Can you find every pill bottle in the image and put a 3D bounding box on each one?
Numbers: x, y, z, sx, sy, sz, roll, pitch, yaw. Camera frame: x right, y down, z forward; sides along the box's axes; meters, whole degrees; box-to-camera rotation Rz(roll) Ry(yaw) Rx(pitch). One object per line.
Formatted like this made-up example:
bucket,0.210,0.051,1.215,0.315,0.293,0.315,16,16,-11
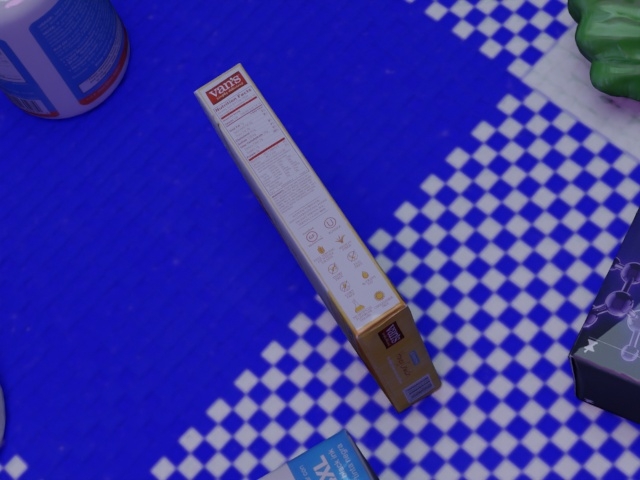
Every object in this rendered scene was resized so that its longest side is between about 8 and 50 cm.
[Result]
pill bottle,-0.249,-0.204,1.241,0.124,0.221,0.124,-5,65,10

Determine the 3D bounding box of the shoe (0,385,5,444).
shoe,-0.315,0.104,1.210,0.081,0.063,0.178,-26,80,40

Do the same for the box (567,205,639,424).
box,0.332,0.069,1.049,0.261,0.103,0.184,22,75,21

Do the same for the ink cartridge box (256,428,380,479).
ink cartridge box,-0.039,0.232,1.032,0.203,0.148,0.086,-29,64,-1

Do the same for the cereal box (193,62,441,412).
cereal box,0.000,0.000,1.117,0.047,0.173,0.240,-33,62,-2

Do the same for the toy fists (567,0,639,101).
toy fists,0.273,-0.244,1.189,0.142,0.096,0.279,8,84,2
